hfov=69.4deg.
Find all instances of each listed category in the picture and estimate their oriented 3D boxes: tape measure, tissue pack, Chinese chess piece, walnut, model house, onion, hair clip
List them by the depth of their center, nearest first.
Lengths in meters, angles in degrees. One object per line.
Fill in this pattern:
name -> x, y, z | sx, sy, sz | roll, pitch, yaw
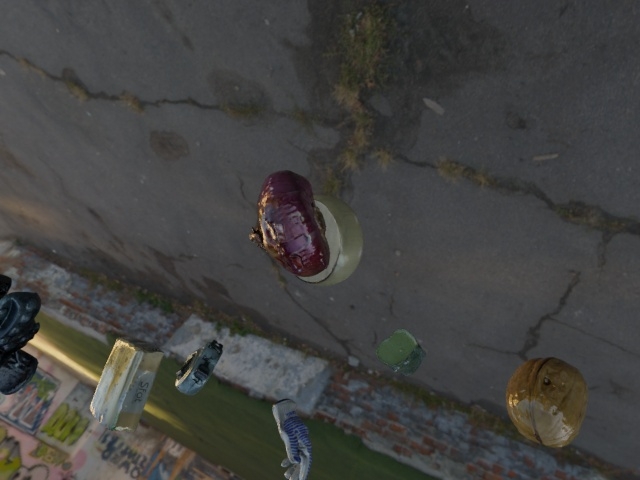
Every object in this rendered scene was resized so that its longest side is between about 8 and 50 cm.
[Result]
model house -> 0.160, 0.224, 0.899 | 0.066, 0.079, 0.083 | 43, 174, 42
walnut -> 0.443, 0.308, 0.908 | 0.144, 0.180, 0.144 | 30, 152, 18
onion -> -0.072, -0.029, 0.954 | 0.163, 0.230, 0.230 | -11, 136, 8
hair clip -> -0.735, 0.232, 0.986 | 0.194, 0.310, 0.206 | 29, 152, 9
tissue pack -> -0.522, 0.378, 1.243 | 0.186, 0.222, 0.090 | 2, 159, 46
Chinese chess piece -> 0.000, 0.000, 1.254 | 0.250, 0.103, 0.249 | 6, 99, 44
tape measure -> -0.427, 0.431, 1.471 | 0.084, 0.164, 0.330 | 41, 132, -11

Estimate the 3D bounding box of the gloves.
gloves -> -0.073, 0.542, 1.252 | 0.097, 0.229, 0.119 | -19, 142, 6
